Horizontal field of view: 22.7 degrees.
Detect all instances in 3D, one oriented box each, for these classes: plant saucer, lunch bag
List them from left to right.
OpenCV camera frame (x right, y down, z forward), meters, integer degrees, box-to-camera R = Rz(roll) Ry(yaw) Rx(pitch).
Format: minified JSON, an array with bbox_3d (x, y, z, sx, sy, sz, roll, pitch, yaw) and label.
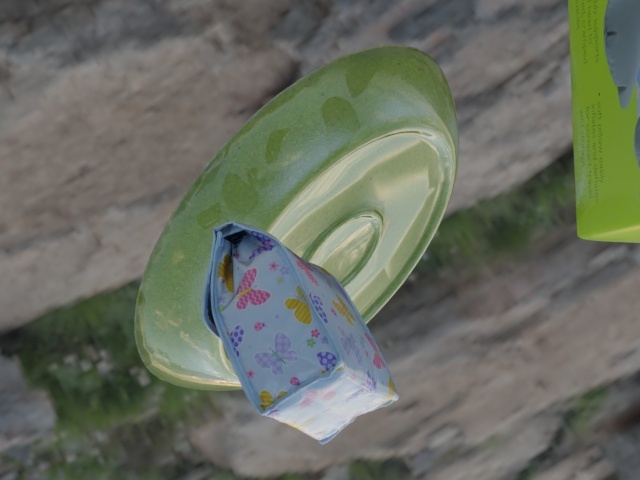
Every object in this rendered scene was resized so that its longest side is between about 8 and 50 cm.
[{"bbox_3d":[-0.013,0.036,0.666,0.053,0.083,0.071,-31,155,11],"label":"lunch bag"},{"bbox_3d":[0.000,0.000,0.906,0.241,0.037,0.241,-35,150,-24],"label":"plant saucer"}]

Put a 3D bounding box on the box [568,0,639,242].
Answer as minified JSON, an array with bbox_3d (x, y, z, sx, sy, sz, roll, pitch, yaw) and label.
[{"bbox_3d":[0.131,-0.061,0.479,0.042,0.109,0.178,1,173,-17],"label":"box"}]
